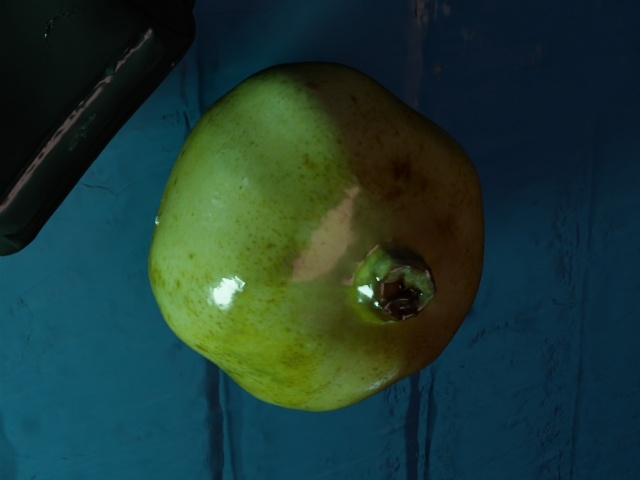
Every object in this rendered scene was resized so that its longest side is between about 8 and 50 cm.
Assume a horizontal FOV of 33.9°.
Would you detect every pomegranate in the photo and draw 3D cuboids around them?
[{"bbox_3d":[0.000,0.000,1.226,0.417,0.416,0.416,-13,117,-27],"label":"pomegranate"}]

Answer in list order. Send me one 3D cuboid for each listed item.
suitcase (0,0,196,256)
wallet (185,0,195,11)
[{"bbox_3d":[-0.318,-0.175,1.030,0.345,0.188,0.339,-50,151,2],"label":"suitcase"},{"bbox_3d":[-0.254,-0.375,1.112,0.323,0.041,0.247,1,112,-38],"label":"wallet"}]
